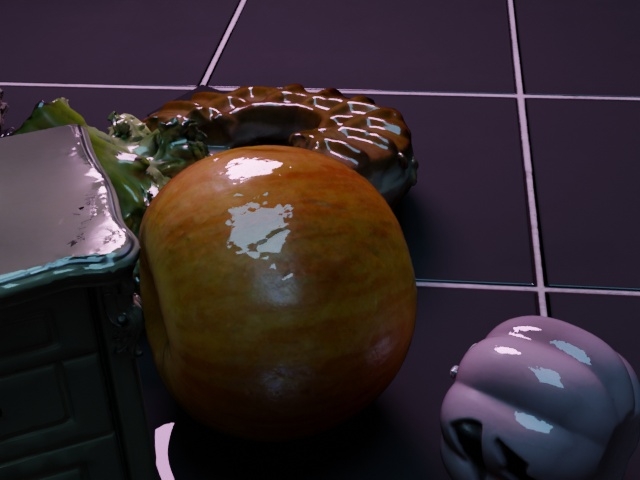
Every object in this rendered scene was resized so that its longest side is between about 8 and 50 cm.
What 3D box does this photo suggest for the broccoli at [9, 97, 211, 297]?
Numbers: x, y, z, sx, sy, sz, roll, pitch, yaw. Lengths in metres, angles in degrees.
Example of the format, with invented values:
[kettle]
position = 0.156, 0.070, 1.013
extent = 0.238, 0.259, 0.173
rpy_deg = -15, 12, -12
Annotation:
[broccoli]
position = -0.259, -0.040, 1.123
extent = 0.248, 0.245, 0.288
rpy_deg = -20, 24, 30

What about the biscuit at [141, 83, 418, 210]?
[biscuit]
position = -0.033, -0.119, 1.315
extent = 0.366, 0.115, 0.268
rpy_deg = 17, 30, 32

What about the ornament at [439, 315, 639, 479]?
[ornament]
position = 0.180, 0.151, 0.878
extent = 0.178, 0.177, 0.177
rpy_deg = -1, 34, 1

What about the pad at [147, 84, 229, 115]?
[pad]
position = -0.151, -0.190, 1.554
extent = 0.190, 0.004, 0.127
rpy_deg = 21, 40, 31

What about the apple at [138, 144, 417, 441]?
[apple]
position = -0.043, 0.049, 0.958
extent = 0.233, 0.286, 0.286
rpy_deg = -11, 35, -19

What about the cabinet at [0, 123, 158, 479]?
[cabinet]
position = -0.287, 0.119, 0.819
extent = 0.290, 0.318, 0.227
rpy_deg = -13, 34, -17

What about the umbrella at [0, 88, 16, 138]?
[umbrella]
position = -0.469, -0.107, 1.359
extent = 0.106, 0.113, 0.357
rpy_deg = -26, 37, 12
